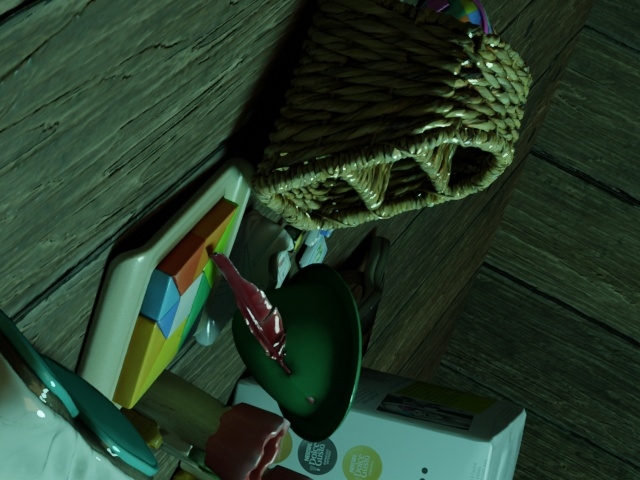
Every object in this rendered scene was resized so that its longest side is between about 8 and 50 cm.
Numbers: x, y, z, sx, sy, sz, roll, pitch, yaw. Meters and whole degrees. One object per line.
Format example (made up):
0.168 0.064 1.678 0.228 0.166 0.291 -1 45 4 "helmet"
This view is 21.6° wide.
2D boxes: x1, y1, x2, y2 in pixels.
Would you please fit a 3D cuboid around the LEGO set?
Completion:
0.000 0.000 1.989 0.182 0.060 0.244 -63 168 -15 "LEGO set"

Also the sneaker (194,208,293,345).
-0.082 0.046 1.736 0.152 0.061 0.054 -62 170 6 "sneaker"

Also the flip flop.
0.042 0.079 2.312 0.277 0.080 0.112 -71 176 -56 "flip flop"

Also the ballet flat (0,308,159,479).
-0.226 0.147 1.245 0.139 0.139 0.400 -60 167 -11 "ballet flat"

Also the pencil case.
0.172 -0.245 2.075 0.104 0.104 0.236 -63 170 2 "pencil case"

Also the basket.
0.083 -0.096 1.679 0.299 0.213 0.223 44 65 -78 "basket"

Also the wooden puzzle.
-0.140 0.057 1.552 0.239 0.044 0.221 -44 158 -56 "wooden puzzle"

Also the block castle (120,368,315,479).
-0.133 0.336 1.791 0.303 0.213 0.453 -59 168 -13 "block castle"

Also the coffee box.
0.056 0.359 2.208 0.338 0.334 0.337 -10 112 -76 "coffee box"

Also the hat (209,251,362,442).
-0.077 0.098 1.656 0.183 0.173 0.208 2 101 -32 "hat"
